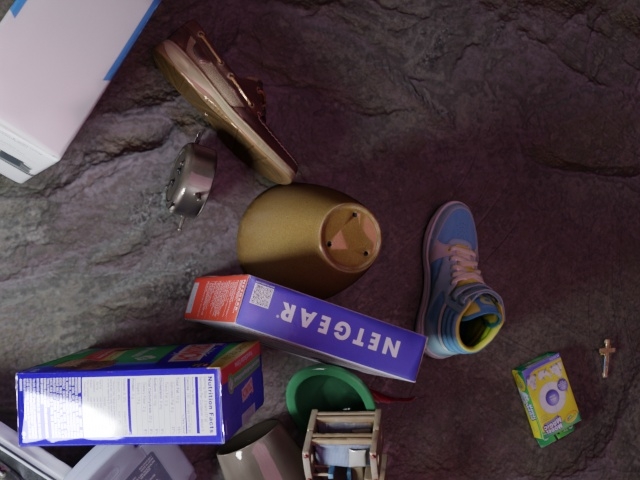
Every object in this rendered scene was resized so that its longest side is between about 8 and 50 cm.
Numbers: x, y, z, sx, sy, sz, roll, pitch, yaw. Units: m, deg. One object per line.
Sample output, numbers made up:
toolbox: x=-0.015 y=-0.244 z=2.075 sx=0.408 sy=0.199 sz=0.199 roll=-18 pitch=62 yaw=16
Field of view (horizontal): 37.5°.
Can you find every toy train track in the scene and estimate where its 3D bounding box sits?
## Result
toy train track: x=0.622 y=0.257 z=2.059 sx=0.048 sy=0.014 sz=0.083 roll=2 pitch=92 yaw=-30

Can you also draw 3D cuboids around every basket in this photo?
basket: x=-0.077 y=0.448 z=1.681 sx=0.204 sy=0.154 sz=0.226 roll=-28 pitch=95 yaw=-26

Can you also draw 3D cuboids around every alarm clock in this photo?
alarm clock: x=-0.229 y=-0.122 z=1.662 sx=0.064 sy=0.129 sz=0.192 roll=19 pitch=52 yaw=-18

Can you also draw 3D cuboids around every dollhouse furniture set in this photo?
dollhouse furniture set: x=0.049 y=0.413 z=1.677 sx=0.129 sy=0.129 sz=0.183 roll=-2 pitch=116 yaw=10

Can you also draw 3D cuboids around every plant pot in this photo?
plant pot: x=0.000 y=0.000 z=1.677 sx=0.237 sy=0.254 sz=0.237 roll=1 pitch=86 yaw=-22

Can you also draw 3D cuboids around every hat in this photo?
hat: x=0.050 y=0.281 z=1.799 sx=0.208 sy=0.173 sz=0.183 roll=65 pitch=26 yaw=-16

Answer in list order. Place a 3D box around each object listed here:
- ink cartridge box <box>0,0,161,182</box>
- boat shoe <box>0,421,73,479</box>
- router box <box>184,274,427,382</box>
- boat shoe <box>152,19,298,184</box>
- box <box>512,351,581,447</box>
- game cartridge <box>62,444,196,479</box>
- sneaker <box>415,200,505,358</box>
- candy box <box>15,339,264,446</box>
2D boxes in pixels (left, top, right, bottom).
ink cartridge box: x=-0.425 y=-0.258 z=1.434 sx=0.166 sy=0.395 sz=0.285 roll=34 pitch=75 yaw=-20
boat shoe: x=-0.534 y=0.354 z=1.483 sx=0.335 sy=0.121 sz=0.119 roll=32 pitch=52 yaw=-15
router box: x=-0.033 y=0.151 z=1.629 sx=0.335 sy=0.301 sz=0.082 roll=21 pitch=79 yaw=-21
boat shoe: x=-0.146 y=-0.252 z=1.703 sx=0.342 sy=0.123 sz=0.123 roll=46 pitch=73 yaw=-8
box: x=0.479 y=0.336 z=1.978 sx=0.105 sy=0.043 sz=0.179 roll=-22 pitch=98 yaw=-22
game cartridge: x=-0.343 y=0.436 z=1.552 sx=0.294 sy=0.060 sz=0.196 roll=-47 pitch=134 yaw=-31
sneaker: x=0.288 y=0.074 z=1.820 sx=0.127 sy=0.208 sz=0.319 roll=7 pitch=84 yaw=-21
candy box: x=-0.270 y=0.235 z=1.476 sx=0.317 sy=0.268 sz=0.122 roll=-2 pitch=91 yaw=8
